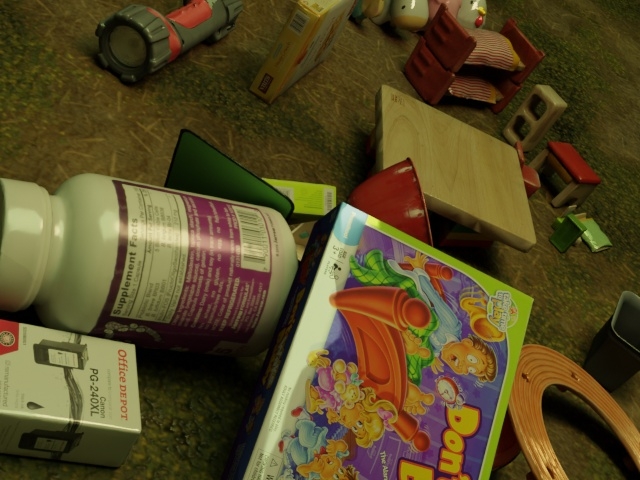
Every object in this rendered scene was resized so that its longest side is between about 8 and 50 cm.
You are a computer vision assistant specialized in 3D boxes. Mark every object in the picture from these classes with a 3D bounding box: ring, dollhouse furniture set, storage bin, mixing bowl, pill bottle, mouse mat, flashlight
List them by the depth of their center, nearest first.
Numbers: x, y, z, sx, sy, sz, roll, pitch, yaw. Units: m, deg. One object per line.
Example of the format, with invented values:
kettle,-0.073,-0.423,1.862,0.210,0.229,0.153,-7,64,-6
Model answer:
pill bottle,-0.189,0.024,1.021,0.301,0.169,0.169,10,40,-30
mouse mat,-0.113,-0.040,1.155,0.152,0.190,0.007,35,57,1
ring,0.327,0.273,1.200,0.336,0.032,0.337,36,31,-25
mixing bowl,0.085,-0.013,1.315,0.098,0.181,0.181,-9,43,-1
storage bin,0.439,0.154,1.440,0.098,0.091,0.135,37,35,6
flashlight,-0.217,-0.329,1.492,0.103,0.103,0.304,32,35,3
dollhouse furniture set,0.448,-0.023,1.692,0.151,0.058,0.076,-10,54,-45
dollhouse furniture set,0.340,-0.240,1.787,0.201,0.152,0.374,-2,48,-40

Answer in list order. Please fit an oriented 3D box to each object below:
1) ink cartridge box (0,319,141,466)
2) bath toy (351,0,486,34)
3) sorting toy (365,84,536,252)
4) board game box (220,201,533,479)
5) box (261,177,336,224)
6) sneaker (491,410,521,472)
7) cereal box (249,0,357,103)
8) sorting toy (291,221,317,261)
ink cartridge box,-0.246,0.140,0.923,0.150,0.063,0.109,14,39,-26
bath toy,0.212,-0.471,1.991,0.348,0.129,0.151,-1,47,-41
sorting toy,0.185,-0.091,1.536,0.255,0.089,0.257,23,35,-15
board game box,0.054,0.168,0.973,0.233,0.078,0.347,26,65,-14
box,-0.076,-0.042,1.226,0.109,0.178,0.042,4,83,-37
sneaker,0.110,0.174,1.108,0.313,0.136,0.116,20,37,-20
cereal box,-0.014,-0.329,1.593,0.047,0.173,0.240,35,35,3
sorting toy,0.000,0.000,1.285,0.083,0.075,0.045,32,34,-3
